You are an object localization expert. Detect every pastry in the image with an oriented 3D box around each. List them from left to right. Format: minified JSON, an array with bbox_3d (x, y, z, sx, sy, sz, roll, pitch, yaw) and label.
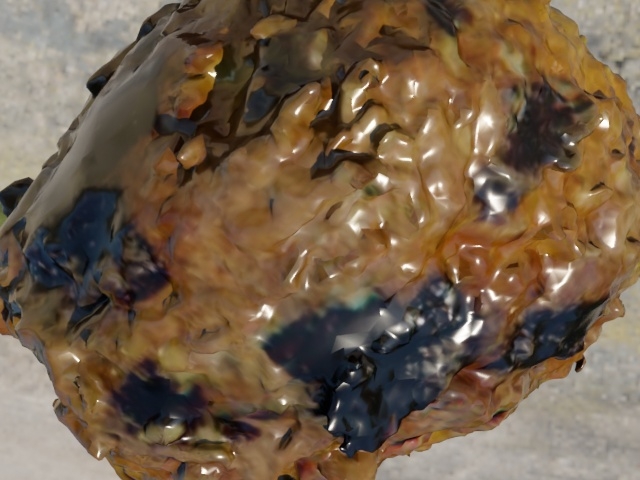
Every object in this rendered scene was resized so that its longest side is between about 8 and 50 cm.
[{"bbox_3d":[0.006,-0.012,0.739,0.405,0.292,0.337,-25,143,-3],"label":"pastry"}]

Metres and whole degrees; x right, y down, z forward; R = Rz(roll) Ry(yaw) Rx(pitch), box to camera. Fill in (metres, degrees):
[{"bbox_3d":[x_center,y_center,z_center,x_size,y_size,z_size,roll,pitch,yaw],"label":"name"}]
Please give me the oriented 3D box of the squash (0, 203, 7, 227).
[{"bbox_3d":[-0.207,0.019,1.095,0.371,0.118,0.118,5,159,14],"label":"squash"}]
